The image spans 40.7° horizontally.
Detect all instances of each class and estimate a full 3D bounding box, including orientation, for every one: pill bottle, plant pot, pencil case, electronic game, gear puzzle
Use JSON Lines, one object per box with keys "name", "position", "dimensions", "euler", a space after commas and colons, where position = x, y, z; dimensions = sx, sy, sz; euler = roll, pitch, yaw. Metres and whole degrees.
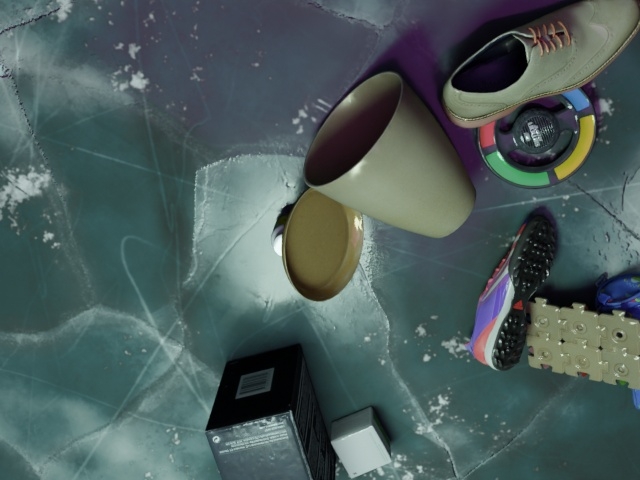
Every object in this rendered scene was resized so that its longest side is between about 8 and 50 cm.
{"name": "pill bottle", "position": [-0.064, -0.008, 1.703], "dimensions": [0.065, 0.116, 0.065], "euler": [1, 109, 3]}
{"name": "plant pot", "position": [0.154, -0.129, 1.604], "dimensions": [0.274, 0.256, 0.256], "euler": [36, 107, -25]}
{"name": "pencil case", "position": [0.651, 0.212, 1.735], "dimensions": [0.133, 0.119, 0.306], "euler": [-25, 105, 4]}
{"name": "plant pot", "position": [0.000, 0.000, 1.671], "dimensions": [0.032, 0.236, 0.236], "euler": [10, 113, 40]}
{"name": "electronic game", "position": [0.412, -0.210, 1.648], "dimensions": [0.229, 0.048, 0.229], "euler": [1, 108, 3]}
{"name": "gear puzzle", "position": [0.564, 0.200, 1.692], "dimensions": [0.339, 0.044, 0.175], "euler": [8, 119, 38]}

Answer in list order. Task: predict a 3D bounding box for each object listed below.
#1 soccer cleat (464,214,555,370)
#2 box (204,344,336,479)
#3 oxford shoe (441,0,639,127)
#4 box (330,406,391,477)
{"name": "soccer cleat", "position": [0.373, 0.096, 1.727], "dimensions": [0.108, 0.116, 0.318], "euler": [14, 94, -34]}
{"name": "box", "position": [-0.091, 0.419, 1.749], "dimensions": [0.183, 0.296, 0.294], "euler": [-15, 106, 7]}
{"name": "oxford shoe", "position": [0.400, -0.331, 1.532], "dimensions": [0.397, 0.146, 0.140], "euler": [-32, 77, 4]}
{"name": "box", "position": [0.087, 0.433, 1.854], "dimensions": [0.102, 0.087, 0.101], "euler": [-25, 105, 11]}
